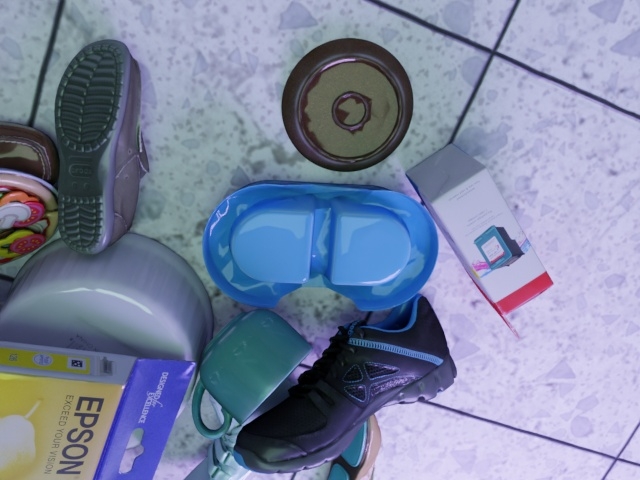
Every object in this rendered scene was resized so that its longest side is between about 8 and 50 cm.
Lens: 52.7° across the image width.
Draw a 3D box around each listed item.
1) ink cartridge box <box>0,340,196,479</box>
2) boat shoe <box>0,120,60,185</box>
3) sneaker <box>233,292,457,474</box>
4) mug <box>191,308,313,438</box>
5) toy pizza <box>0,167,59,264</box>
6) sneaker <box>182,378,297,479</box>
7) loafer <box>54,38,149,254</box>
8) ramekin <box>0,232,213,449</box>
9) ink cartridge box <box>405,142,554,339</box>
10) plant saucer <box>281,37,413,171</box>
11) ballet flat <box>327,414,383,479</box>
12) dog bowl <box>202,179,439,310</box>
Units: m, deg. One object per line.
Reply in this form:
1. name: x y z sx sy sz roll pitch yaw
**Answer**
1. ink cartridge box: -0.329 0.252 0.733 0.307 0.072 0.303 13 114 -23
2. boat shoe: -0.469 -0.060 0.744 0.325 0.116 0.123 -12 112 -1
3. sneaker: 0.026 0.182 0.856 0.341 0.125 0.139 -23 105 -30
4. mug: -0.095 0.155 0.801 0.097 0.158 0.129 44 136 7
5. toy pizza: -0.398 -0.011 0.749 0.201 0.032 0.201 -22 156 -11
6. sneaker: -0.140 0.273 0.918 0.256 0.094 0.151 -39 116 -1
7. loafer: -0.258 -0.110 0.774 0.095 0.087 0.251 13 100 17
8. ramekin: -0.280 0.136 0.831 0.277 0.135 0.277 -2 111 -6
9. ink cartridge box: 0.211 0.001 0.829 0.078 0.134 0.231 -34 111 6
10. plant saucer: 0.036 -0.164 0.805 0.169 0.029 0.168 -2 111 -6
11. ballet flat: 0.056 0.332 0.986 0.073 0.080 0.232 -2 117 -35
12. dog bowl: 0.000 0.000 0.840 0.298 0.074 0.165 2 111 -6
